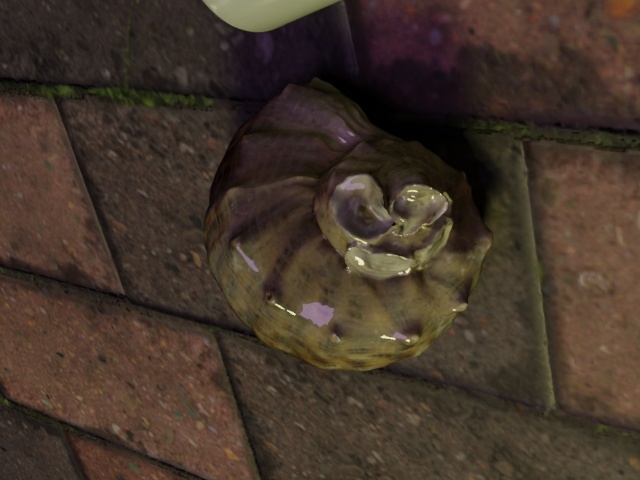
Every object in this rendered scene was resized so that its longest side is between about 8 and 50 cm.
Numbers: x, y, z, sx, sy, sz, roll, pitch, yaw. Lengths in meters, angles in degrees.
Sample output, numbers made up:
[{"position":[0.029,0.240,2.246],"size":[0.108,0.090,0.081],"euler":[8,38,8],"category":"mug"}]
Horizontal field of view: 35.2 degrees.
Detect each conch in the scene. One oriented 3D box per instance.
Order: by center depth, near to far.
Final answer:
[{"position":[-0.008,0.007,0.739],"size":[0.210,0.159,0.291],"euler":[49,142,-1],"category":"conch"}]

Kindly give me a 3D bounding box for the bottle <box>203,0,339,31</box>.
[{"position":[0.028,-0.202,0.586],"size":[0.245,0.104,0.104],"euler":[-10,113,46],"category":"bottle"}]
